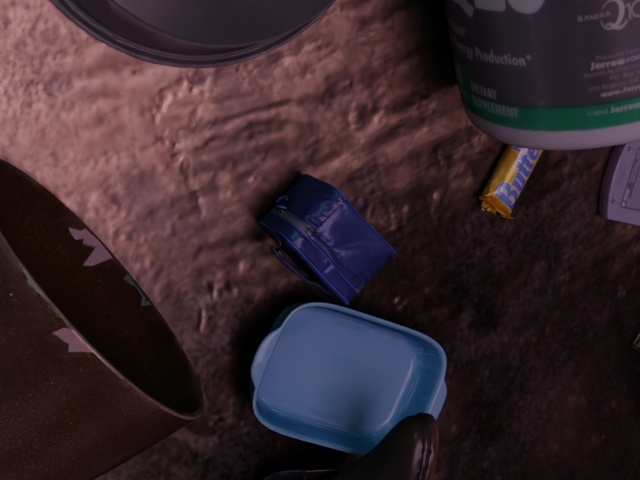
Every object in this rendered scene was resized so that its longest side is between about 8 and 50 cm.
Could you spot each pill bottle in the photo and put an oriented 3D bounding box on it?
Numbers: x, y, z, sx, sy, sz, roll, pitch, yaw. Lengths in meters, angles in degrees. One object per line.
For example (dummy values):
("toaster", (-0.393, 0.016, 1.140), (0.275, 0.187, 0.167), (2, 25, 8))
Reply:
("pill bottle", (0.172, -0.263, 0.854), (0.204, 0.204, 0.361), (-25, 121, -19))

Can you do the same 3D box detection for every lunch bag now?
("lunch bag", (0.000, 0.000, 0.940), (0.065, 0.067, 0.098), (-49, 119, -7))

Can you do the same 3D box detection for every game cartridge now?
("game cartridge", (0.280, -0.057, 1.100), (0.056, 0.017, 0.083), (10, 100, -33))

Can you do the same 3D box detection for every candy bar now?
("candy bar", (0.183, -0.092, 1.037), (0.040, 0.018, 0.161), (29, 90, -31))

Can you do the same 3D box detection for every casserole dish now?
("casserole dish", (0.020, 0.111, 1.002), (0.188, 0.037, 0.114), (20, 95, -30))

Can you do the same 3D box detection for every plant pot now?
("plant pot", (-0.233, 0.100, 0.787), (0.230, 0.215, 0.215), (-39, 120, 4))

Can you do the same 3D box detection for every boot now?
("boot", (0.004, 0.214, 0.976), (0.106, 0.082, 0.219), (20, 117, -23))

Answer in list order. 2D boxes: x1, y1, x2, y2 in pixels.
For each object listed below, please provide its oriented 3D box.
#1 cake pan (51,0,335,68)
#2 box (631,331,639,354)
("cake pan", (-0.072, -0.260, 0.833), (0.293, 0.054, 0.293), (-8, 109, -25))
("box", (0.414, 0.089, 1.209), (0.201, 0.021, 0.164), (38, 86, -30))
